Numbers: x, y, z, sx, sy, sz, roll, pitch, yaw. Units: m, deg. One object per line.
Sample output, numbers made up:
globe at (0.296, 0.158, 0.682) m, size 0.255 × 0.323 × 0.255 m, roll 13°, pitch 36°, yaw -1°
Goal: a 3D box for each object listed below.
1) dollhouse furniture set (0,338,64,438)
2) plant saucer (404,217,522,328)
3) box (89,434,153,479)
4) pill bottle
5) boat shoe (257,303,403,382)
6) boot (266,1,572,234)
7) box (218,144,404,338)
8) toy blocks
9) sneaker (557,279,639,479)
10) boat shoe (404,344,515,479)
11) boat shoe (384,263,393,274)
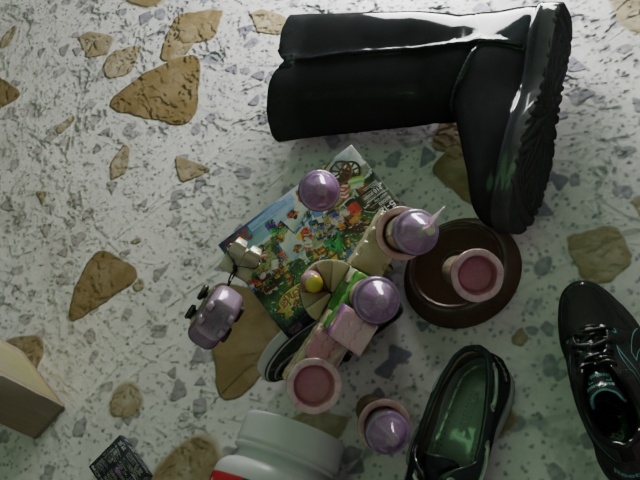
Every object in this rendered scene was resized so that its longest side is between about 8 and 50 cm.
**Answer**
dollhouse furniture set at (-0.624, 0.311, 1.490) m, size 0.394 × 0.256 × 0.362 m, roll -47°, pitch 53°, yaw -4°
plant saucer at (0.190, 0.038, 1.374) m, size 0.168 × 0.029 × 0.169 m, roll -13°, pitch 58°, yaw 21°
box at (-0.290, 0.335, 1.456) m, size 0.067 × 0.018 × 0.083 m, roll -46°, pitch 53°, yaw -3°
pill bottle at (-0.080, 0.366, 1.244) m, size 0.161 × 0.161 × 0.283 m, roll 9°, pitch 68°, yaw 30°
boat shoe at (0.013, 0.134, 1.379) m, size 0.219 × 0.078 × 0.070 m, roll -36°, pitch 52°, yaw 2°
boot at (0.112, -0.182, 1.461) m, size 0.445 × 0.146 × 0.367 m, roll 5°, pitch 60°, yaw 26°
box at (0.000, 0.000, 1.372) m, size 0.233 × 0.044 × 0.159 m, roll -38°, pitch 69°, yaw -4°
toy blocks at (0.031, 0.073, 1.193) m, size 0.309 × 0.260 × 0.289 m, roll 32°, pitch 88°, yaw -5°
sneaker at (0.342, 0.153, 1.186) m, size 0.101 × 0.106 × 0.267 m, roll -22°, pitch 54°, yaw 16°
boat shoe at (0.151, 0.272, 1.223) m, size 0.114 × 0.091 × 0.303 m, roll 5°, pitch 66°, yaw 29°
boat shoe at (0.053, 0.018, 1.444) m, size 0.045 × 0.050 × 0.135 m, roll -49°, pitch 43°, yaw -1°
